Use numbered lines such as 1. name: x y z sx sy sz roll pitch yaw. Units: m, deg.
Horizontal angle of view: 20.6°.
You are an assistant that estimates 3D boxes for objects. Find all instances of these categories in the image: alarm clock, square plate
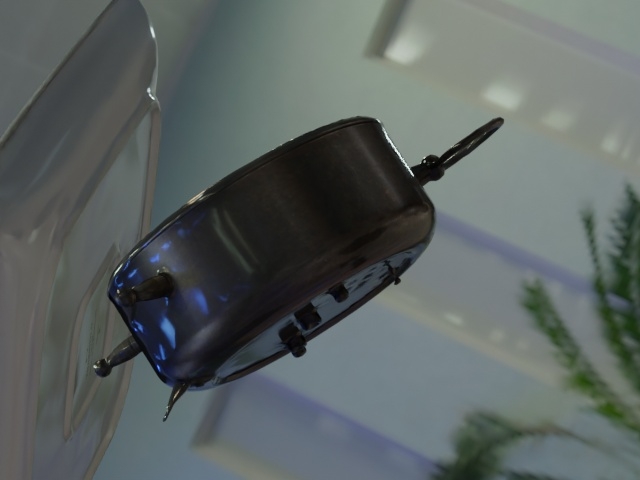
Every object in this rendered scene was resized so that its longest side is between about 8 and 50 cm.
1. alarm clock: 0.000 0.000 0.706 0.192 0.064 0.129 -33 -9 -19
2. square plate: -0.162 0.056 1.100 0.344 0.049 0.347 -69 -10 -60
